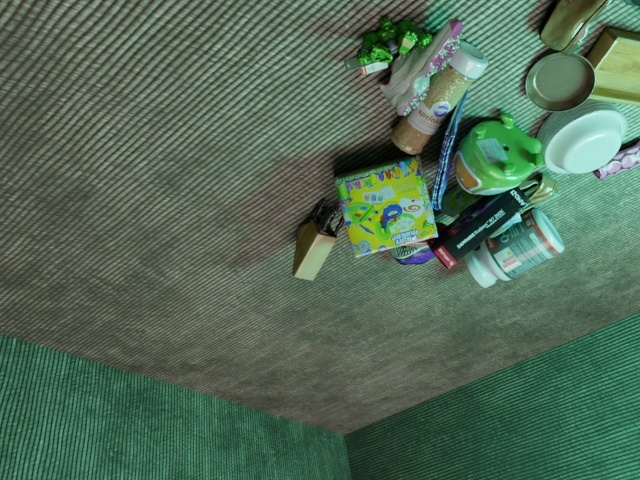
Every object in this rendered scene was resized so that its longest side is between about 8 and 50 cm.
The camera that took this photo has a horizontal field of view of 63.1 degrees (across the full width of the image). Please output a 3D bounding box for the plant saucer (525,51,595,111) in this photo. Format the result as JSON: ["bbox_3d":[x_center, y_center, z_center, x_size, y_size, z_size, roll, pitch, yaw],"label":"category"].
[{"bbox_3d":[0.743,-0.495,1.619,0.198,0.036,0.199,16,138,15],"label":"plant saucer"}]

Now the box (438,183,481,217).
[{"bbox_3d":[0.544,-0.169,2.020,0.105,0.043,0.179,23,133,-35],"label":"box"}]

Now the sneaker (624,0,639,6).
[{"bbox_3d":[0.911,-0.660,1.366,0.341,0.139,0.125,0,111,-41],"label":"sneaker"}]

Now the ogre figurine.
[{"bbox_3d":[0.188,-0.540,1.414,0.197,0.118,0.097,-31,133,21],"label":"ogre figurine"}]

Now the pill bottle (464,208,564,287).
[{"bbox_3d":[0.814,0.043,2.211,0.363,0.210,0.210,-36,135,27],"label":"pill bottle"}]

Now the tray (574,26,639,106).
[{"bbox_3d":[1.022,-0.537,1.659,0.411,0.076,0.203,2,139,-18],"label":"tray"}]

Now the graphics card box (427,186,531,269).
[{"bbox_3d":[0.568,-0.059,1.913,0.371,0.233,0.094,-40,92,9],"label":"graphics card box"}]

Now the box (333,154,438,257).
[{"bbox_3d":[0.217,-0.121,1.784,0.290,0.177,0.279,-14,100,4],"label":"box"}]

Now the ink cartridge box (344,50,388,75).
[{"bbox_3d":[0.129,-0.503,1.488,0.115,0.063,0.029,-17,139,8],"label":"ink cartridge box"}]

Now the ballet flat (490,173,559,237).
[{"bbox_3d":[0.765,-0.148,2.059,0.124,0.116,0.342,41,121,-21],"label":"ballet flat"}]

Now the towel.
[{"bbox_3d":[0.423,-0.286,1.702,0.040,0.243,0.336,17,143,14],"label":"towel"}]

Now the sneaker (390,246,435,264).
[{"bbox_3d":[0.452,0.035,2.212,0.293,0.102,0.146,-14,146,11],"label":"sneaker"}]

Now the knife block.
[{"bbox_3d":[0.000,0.000,1.945,0.088,0.276,0.242,14,164,-28],"label":"knife block"}]

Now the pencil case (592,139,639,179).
[{"bbox_3d":[1.133,-0.307,1.960,0.209,0.095,0.098,-24,124,12],"label":"pencil case"}]

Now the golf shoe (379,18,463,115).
[{"bbox_3d":[0.272,-0.500,1.466,0.115,0.140,0.306,-29,161,-47],"label":"golf shoe"}]

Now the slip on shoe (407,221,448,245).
[{"bbox_3d":[0.364,-0.046,2.075,0.331,0.123,0.101,-1,122,-14],"label":"slip on shoe"}]

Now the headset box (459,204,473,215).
[{"bbox_3d":[0.599,-0.105,2.118,0.062,0.032,0.083,-20,142,11],"label":"headset box"}]

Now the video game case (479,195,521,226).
[{"bbox_3d":[0.696,-0.132,2.031,0.119,0.015,0.166,-20,101,21],"label":"video game case"}]

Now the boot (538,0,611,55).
[{"bbox_3d":[0.713,-0.663,1.412,0.115,0.112,0.305,21,130,-6],"label":"boot"}]

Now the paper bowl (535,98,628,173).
[{"bbox_3d":[0.913,-0.345,1.810,0.284,0.148,0.284,-8,142,-6],"label":"paper bowl"}]

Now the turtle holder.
[{"bbox_3d":[0.594,-0.285,1.772,0.243,0.320,0.227,41,148,5],"label":"turtle holder"}]

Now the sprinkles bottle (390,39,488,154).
[{"bbox_3d":[0.353,-0.427,1.591,0.121,0.121,0.355,11,137,-25],"label":"sprinkles bottle"}]
